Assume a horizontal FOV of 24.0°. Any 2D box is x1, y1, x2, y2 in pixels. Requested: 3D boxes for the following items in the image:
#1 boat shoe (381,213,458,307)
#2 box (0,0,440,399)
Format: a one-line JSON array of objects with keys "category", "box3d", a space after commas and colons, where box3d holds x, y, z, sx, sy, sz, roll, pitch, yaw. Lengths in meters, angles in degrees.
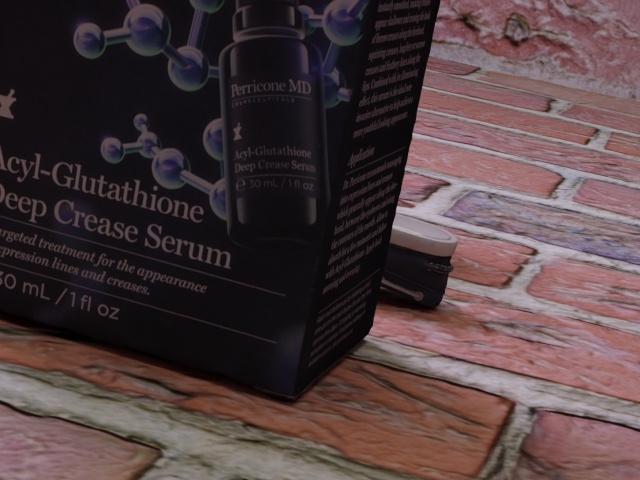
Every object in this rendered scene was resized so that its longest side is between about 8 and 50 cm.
[{"category": "boat shoe", "box3d": [0.000, 0.000, 1.418, 0.254, 0.079, 0.095, 14, 12, 2]}, {"category": "box", "box3d": [-0.086, -0.120, 1.175, 0.293, 0.395, 0.212, 14, 14, 15]}]
